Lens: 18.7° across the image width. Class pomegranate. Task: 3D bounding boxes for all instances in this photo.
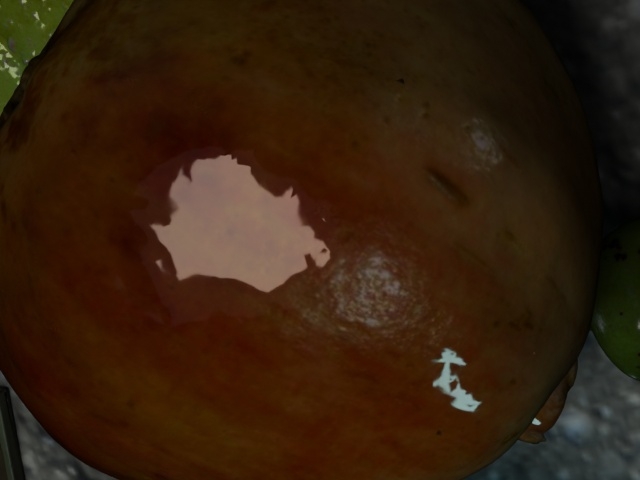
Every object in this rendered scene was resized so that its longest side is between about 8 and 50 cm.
[{"bbox_3d":[0.141,0.030,0.813,0.073,0.073,0.084,31,141,11],"label":"pomegranate"},{"bbox_3d":[0.000,0.000,0.773,0.270,0.229,0.252,33,134,-17],"label":"pomegranate"}]

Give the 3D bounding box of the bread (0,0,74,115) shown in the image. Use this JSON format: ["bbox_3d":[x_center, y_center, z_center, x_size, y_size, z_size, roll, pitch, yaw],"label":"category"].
[{"bbox_3d":[-0.149,-0.135,0.900,0.228,0.033,0.228,10,117,20],"label":"bread"}]

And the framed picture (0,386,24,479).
[{"bbox_3d":[-0.206,0.144,1.066,0.109,0.011,0.149,3,113,24],"label":"framed picture"}]
